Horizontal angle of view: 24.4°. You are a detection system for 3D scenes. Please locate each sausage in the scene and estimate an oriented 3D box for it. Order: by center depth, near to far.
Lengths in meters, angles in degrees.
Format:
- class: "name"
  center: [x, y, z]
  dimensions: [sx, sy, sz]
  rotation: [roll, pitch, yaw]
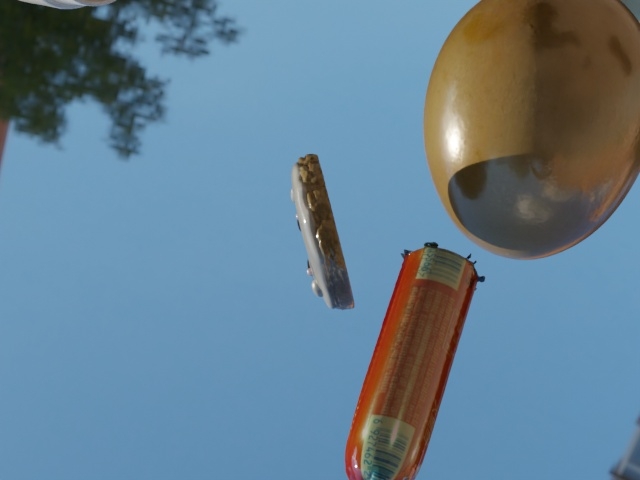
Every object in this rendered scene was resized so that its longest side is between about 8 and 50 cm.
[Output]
- class: "sausage"
  center: [0.075, 0.127, 1.320]
  dimensions: [0.083, 0.083, 0.264]
  rotation: [19, -123, 3]

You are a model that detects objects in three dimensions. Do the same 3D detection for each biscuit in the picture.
- class: "biscuit"
  center: [0.000, 0.000, 1.820]
  dimensions: [0.049, 0.208, 0.181]
  rotation: [-12, -112, -1]

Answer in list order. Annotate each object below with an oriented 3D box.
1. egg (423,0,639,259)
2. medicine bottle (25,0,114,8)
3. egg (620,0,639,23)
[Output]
- class: "egg"
  center: [0.283, -0.161, 1.933]
  dimensions: [0.301, 0.374, 0.301]
  rotation: [21, 177, 1]
- class: "medicine bottle"
  center: [-0.318, -0.352, 1.808]
  dimensions: [0.139, 0.139, 0.237]
  rotation: [3, -170, -29]
- class: "egg"
  center: [0.433, -0.432, 2.238]
  dimensions: [0.295, 0.218, 0.218]
  rotation: [24, -159, -22]
